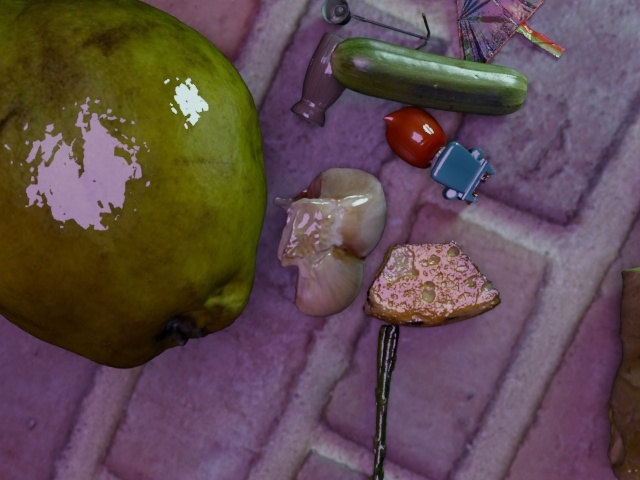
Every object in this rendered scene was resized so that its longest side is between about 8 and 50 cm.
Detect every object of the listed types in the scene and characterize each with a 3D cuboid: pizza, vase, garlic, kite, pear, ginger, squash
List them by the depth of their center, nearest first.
[{"bbox_3d":[-0.233,-0.073,1.318,0.352,0.352,0.413,-26,95,5],"label":"pear"},{"bbox_3d":[0.383,0.148,1.379,0.109,0.116,0.263,6,86,-36],"label":"ginger"},{"bbox_3d":[0.121,-0.181,1.393,0.228,0.066,0.066,8,92,-11],"label":"squash"},{"bbox_3d":[0.007,0.001,1.419,0.124,0.099,0.175,12,96,-15],"label":"garlic"},{"bbox_3d":[0.006,-0.184,1.430,0.053,0.053,0.101,28,97,4],"label":"vase"},{"bbox_3d":[0.125,0.051,1.431,0.160,0.036,0.099,-5,91,4],"label":"pizza"},{"bbox_3d":[0.216,-0.262,1.432,0.159,0.010,0.190,45,96,1],"label":"kite"}]

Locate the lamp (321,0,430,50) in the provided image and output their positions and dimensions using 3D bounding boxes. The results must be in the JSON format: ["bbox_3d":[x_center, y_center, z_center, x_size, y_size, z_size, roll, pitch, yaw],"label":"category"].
[{"bbox_3d":[0.064,-0.249,1.429,0.121,0.054,0.041,16,92,12],"label":"lamp"}]

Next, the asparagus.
[{"bbox_3d":[0.070,0.213,1.446,0.023,0.022,0.233,6,89,-39],"label":"asparagus"}]

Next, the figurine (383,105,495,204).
[{"bbox_3d":[0.129,-0.098,1.409,0.140,0.075,0.068,36,94,2],"label":"figurine"}]
